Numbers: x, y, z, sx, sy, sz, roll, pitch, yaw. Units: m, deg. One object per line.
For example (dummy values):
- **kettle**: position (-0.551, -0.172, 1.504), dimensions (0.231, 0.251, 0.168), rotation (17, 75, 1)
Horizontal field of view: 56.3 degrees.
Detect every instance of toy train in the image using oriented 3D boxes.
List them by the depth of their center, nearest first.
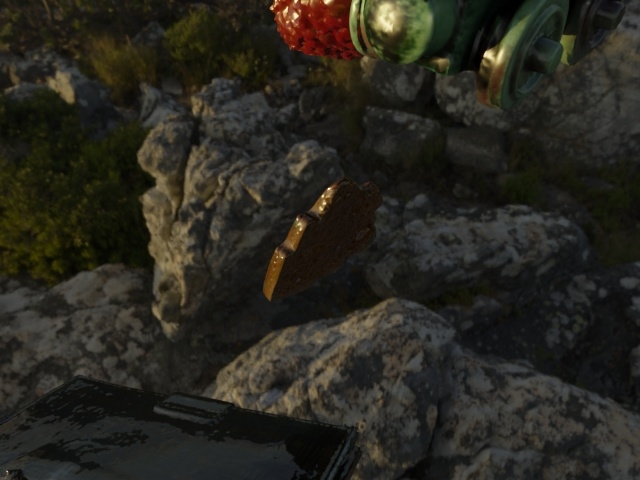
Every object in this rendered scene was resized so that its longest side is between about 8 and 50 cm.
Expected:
- **toy train**: position (0.145, -0.228, 0.413), dimensions (0.150, 0.222, 0.304), rotation (33, 45, 26)

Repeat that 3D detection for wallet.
- **wallet**: position (-0.138, 0.186, 0.501), dimensions (0.316, 0.044, 0.169), rotation (5, 16, 22)

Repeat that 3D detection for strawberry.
- **strawberry**: position (0.045, -0.434, 0.935), dimensions (0.343, 0.292, 0.292), rotation (4, 43, 45)

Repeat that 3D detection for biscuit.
- **biscuit**: position (0.000, 0.000, 0.497), dimensions (0.130, 0.119, 0.019), rotation (-43, 61, -6)
